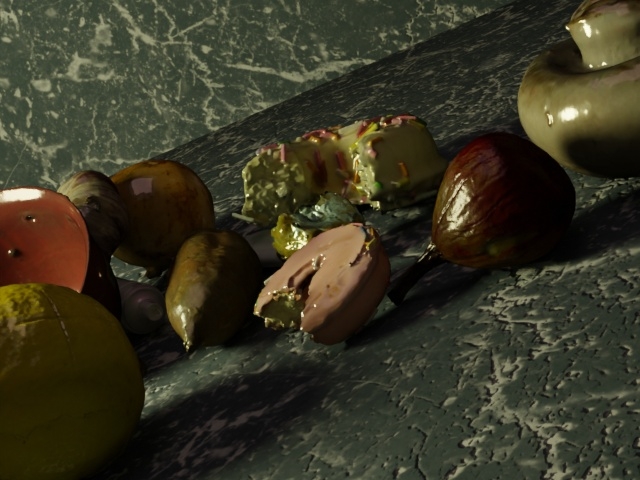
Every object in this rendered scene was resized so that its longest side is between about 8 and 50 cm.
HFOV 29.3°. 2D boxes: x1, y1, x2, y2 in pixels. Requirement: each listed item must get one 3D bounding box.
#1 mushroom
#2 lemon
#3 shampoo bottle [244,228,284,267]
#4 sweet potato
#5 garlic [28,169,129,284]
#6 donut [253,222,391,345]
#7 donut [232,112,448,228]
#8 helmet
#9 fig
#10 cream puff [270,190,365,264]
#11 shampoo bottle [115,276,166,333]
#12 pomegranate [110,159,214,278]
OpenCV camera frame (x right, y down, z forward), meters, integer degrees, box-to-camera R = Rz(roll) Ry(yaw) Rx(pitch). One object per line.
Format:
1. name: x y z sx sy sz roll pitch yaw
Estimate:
1. mushroom: 0.454 -0.256 1.771 0.362 0.295 0.362 -21 17 7
2. lemon: -0.385 0.197 1.624 0.297 0.297 0.297 -23 17 7
3. shampoo bottle: -0.101 0.014 2.178 0.221 0.051 0.108 -5 27 49
4. sweet potato: -0.170 0.073 1.938 0.157 0.158 0.370 -24 15 4
5. garlic: -0.444 -0.003 2.246 0.245 0.160 0.245 -30 36 24
6. donut: 0.017 0.064 1.757 0.199 0.085 0.233 -48 23 -14
7. donut: 0.053 -0.127 2.153 0.371 0.150 0.307 -7 11 38
8. helmet: -0.467 0.115 2.032 0.337 0.230 0.385 -40 45 1
9. fig: 0.225 -0.001 1.664 0.290 0.190 0.190 -61 15 8
10. cream puff: 0.000 0.001 1.963 0.156 0.121 0.156 -38 -23 -19
11. shampoo bottle: -0.350 0.112 2.169 0.092 0.092 0.303 -33 17 -24
12. pomegranate: -0.319 -0.042 2.385 0.248 0.248 0.248 -23 17 7
